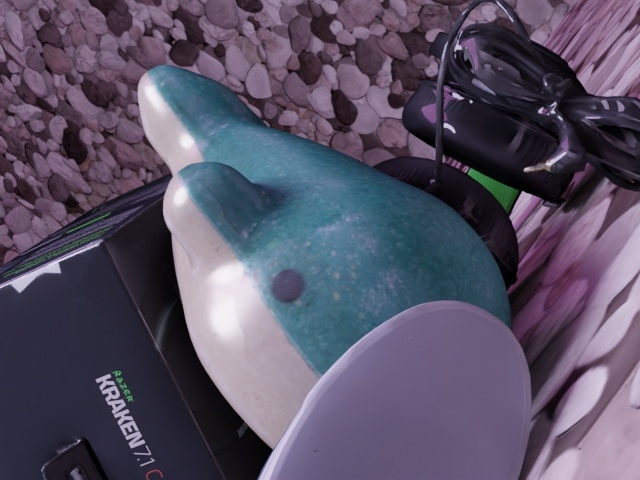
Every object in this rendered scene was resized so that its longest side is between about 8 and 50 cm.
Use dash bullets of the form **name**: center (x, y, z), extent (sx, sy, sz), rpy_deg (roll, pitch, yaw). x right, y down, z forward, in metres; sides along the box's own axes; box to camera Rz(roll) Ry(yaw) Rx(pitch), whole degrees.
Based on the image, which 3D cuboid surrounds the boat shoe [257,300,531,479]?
- **boat shoe**: center (-0.006, 0.135, 0.470), extent (0.258, 0.095, 0.084), rpy_deg (-52, 4, -23)

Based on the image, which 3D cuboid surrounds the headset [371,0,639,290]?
- **headset**: center (0.113, -0.022, 0.761), extent (0.243, 0.185, 0.394), rpy_deg (-57, -14, -15)

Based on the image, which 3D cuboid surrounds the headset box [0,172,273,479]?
- **headset box**: center (-0.088, 0.098, 0.729), extent (0.131, 0.246, 0.283), rpy_deg (-23, 11, 16)

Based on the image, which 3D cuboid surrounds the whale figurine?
- **whale figurine**: center (0.000, 0.000, 0.621), extent (0.141, 0.272, 0.216), rpy_deg (-37, -35, 9)
